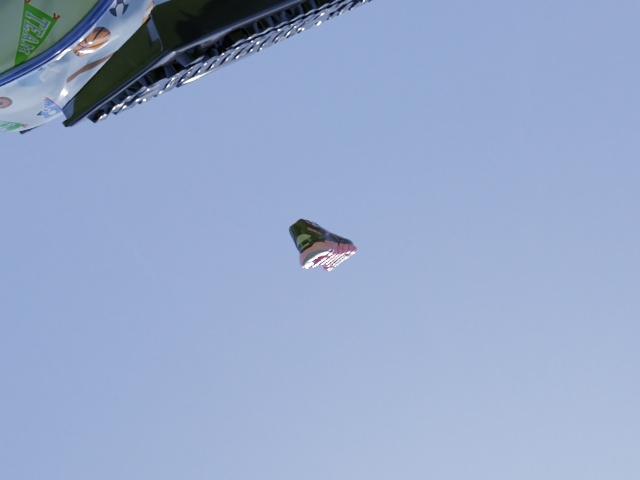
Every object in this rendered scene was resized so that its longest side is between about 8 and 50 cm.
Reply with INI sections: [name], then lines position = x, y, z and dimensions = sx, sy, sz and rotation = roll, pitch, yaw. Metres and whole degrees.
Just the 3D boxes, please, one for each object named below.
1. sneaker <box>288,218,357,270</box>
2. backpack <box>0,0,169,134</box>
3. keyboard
[sneaker]
position = 0.000, 0.000, 1.125
dimensions = 0.047, 0.119, 0.057
rotation = -39, -107, 13
[backpack]
position = -0.241, -0.222, 0.740
dimensions = 0.276, 0.213, 0.263
rotation = -37, -97, 7
[keyboard]
position = 0.005, -0.155, 0.610
dimensions = 0.201, 0.033, 0.317
rotation = -31, -176, 45
